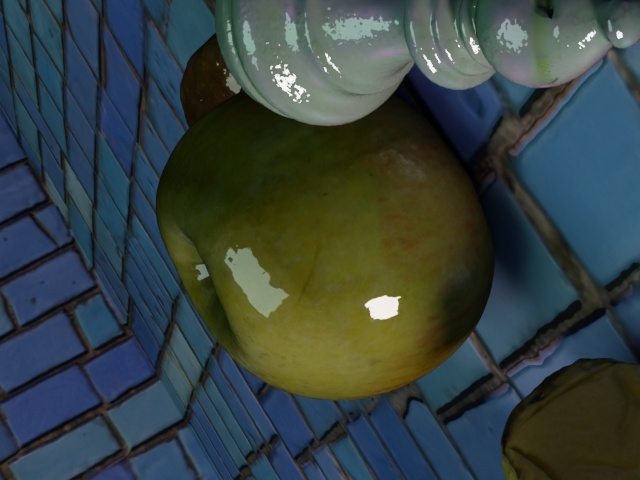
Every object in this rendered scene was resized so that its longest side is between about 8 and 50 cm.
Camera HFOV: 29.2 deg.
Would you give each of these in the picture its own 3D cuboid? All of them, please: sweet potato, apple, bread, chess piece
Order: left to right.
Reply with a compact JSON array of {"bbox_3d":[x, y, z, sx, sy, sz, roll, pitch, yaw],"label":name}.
[{"bbox_3d":[-0.074,-0.126,1.074,0.097,0.097,0.292,60,166,3],"label":"sweet potato"},{"bbox_3d":[0.000,0.000,0.890,0.261,0.194,0.260,51,157,31],"label":"apple"},{"bbox_3d":[0.066,-0.125,0.678,0.272,0.139,0.139,14,131,52],"label":"chess piece"},{"bbox_3d":[0.194,0.170,0.722,0.190,0.132,0.114,47,159,42],"label":"bread"}]
